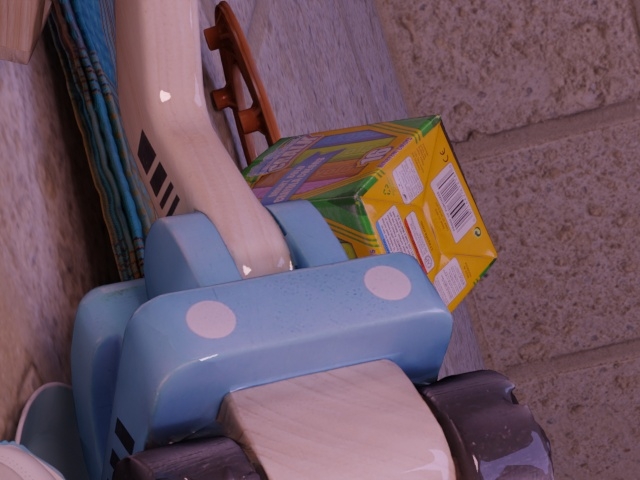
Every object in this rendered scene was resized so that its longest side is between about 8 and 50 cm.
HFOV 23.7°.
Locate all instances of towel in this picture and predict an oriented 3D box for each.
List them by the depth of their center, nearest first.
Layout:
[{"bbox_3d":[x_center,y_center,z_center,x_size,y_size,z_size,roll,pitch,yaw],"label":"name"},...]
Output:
[{"bbox_3d":[-0.122,-0.049,1.185,0.271,0.040,0.370,45,26,-68],"label":"towel"}]

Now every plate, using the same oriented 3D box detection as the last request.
[{"bbox_3d":[-0.157,0.182,0.945,0.188,0.024,0.188,-14,90,-78],"label":"plate"}]

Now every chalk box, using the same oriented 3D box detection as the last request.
[{"bbox_3d":[0.000,0.000,1.169,0.132,0.213,0.132,-45,118,-43],"label":"chalk box"}]

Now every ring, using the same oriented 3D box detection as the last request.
[{"bbox_3d":[-0.058,-0.061,1.451,0.336,0.032,0.337,162,-90,-84],"label":"ring"}]

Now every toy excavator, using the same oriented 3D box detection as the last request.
[{"bbox_3d":[-0.063,0.024,0.908,0.445,0.222,0.433,57,-33,37],"label":"toy excavator"}]

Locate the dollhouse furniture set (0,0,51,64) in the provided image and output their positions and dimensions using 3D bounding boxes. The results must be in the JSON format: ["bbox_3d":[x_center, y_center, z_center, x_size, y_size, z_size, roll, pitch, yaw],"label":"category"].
[{"bbox_3d":[-0.223,-0.199,0.892,0.129,0.129,0.184,-84,-172,-55],"label":"dollhouse furniture set"}]

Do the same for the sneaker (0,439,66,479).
[{"bbox_3d":[-0.157,0.211,0.767,0.092,0.087,0.229,38,39,-68],"label":"sneaker"}]
